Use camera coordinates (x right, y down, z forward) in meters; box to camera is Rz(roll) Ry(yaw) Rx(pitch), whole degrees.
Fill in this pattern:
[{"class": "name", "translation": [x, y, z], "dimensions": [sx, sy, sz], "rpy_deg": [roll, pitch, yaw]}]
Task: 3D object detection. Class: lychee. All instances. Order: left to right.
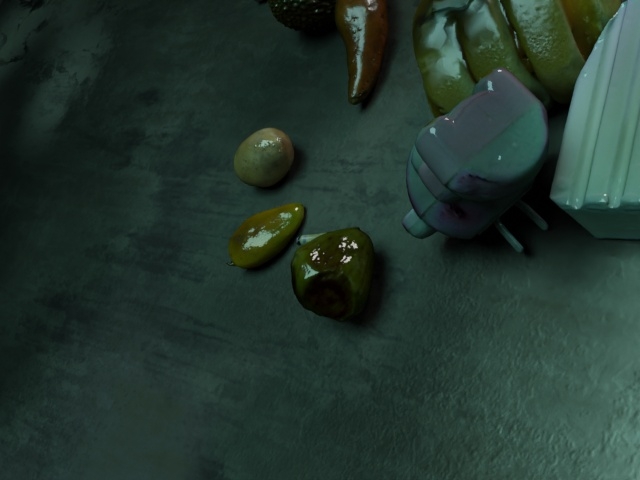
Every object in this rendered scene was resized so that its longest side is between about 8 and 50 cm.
[{"class": "lychee", "translation": [-0.027, -0.517, 1.937], "dimensions": [0.171, 0.171, 0.171], "rpy_deg": [-20, 55, 32]}]

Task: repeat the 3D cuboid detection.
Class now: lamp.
[{"class": "lamp", "translation": [0.252, -0.101, 1.389], "dimensions": [0.247, 0.301, 0.247], "rpy_deg": [-44, 83, -10]}]

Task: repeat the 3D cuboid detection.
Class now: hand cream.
[{"class": "hand cream", "translation": [0.000, 0.000, 1.719], "dimensions": [0.102, 0.022, 0.035], "rpy_deg": [-3, 65, 34]}]

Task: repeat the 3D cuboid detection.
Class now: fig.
[{"class": "fig", "translation": [0.025, 0.053, 1.581], "dimensions": [0.166, 0.144, 0.154], "rpy_deg": [-52, 25, -23]}]

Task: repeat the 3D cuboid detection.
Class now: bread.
[{"class": "bread", "translation": [0.308, -0.347, 1.503], "dimensions": [0.341, 0.210, 0.301], "rpy_deg": [-12, 63, 39]}]

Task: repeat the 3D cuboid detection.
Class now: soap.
[{"class": "soap", "translation": [0.473, -0.181, 1.339], "dimensions": [0.208, 0.115, 0.347], "rpy_deg": [2, 68, 41]}]

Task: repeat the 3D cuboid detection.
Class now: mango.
[{"class": "mango", "translation": [-0.108, -0.010, 1.791], "dimensions": [0.187, 0.066, 0.101], "rpy_deg": [-33, 49, 12]}]

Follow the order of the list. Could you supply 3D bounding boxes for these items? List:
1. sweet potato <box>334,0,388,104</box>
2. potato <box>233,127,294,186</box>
[{"class": "sweet potato", "translation": [0.081, -0.440, 1.829], "dimensions": [0.112, 0.112, 0.359], "rpy_deg": [-22, 58, 31]}, {"class": "potato", "translation": [-0.113, -0.170, 1.854], "dimensions": [0.147, 0.112, 0.112], "rpy_deg": [-28, 51, 36]}]
